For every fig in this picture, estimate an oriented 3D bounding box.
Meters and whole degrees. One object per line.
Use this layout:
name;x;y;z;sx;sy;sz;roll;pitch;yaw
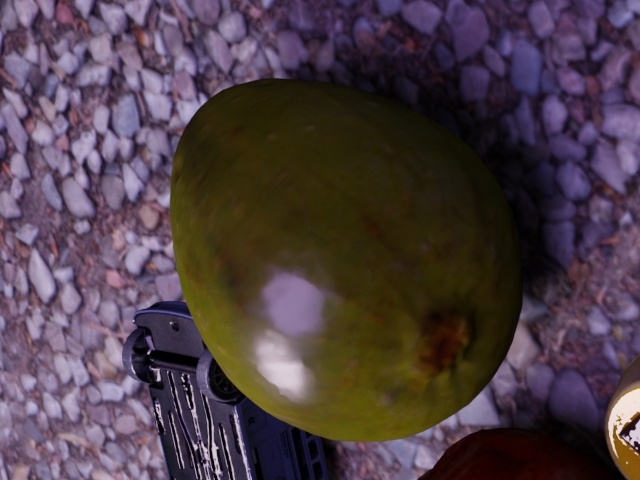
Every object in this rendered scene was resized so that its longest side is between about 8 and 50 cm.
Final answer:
fig;0.000;0.000;1.506;0.326;0.258;0.258;44;133;36

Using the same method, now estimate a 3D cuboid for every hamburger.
hamburger;0.275;0.128;1.421;0.126;0.081;0.141;31;130;15

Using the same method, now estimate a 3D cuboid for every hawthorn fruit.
hawthorn fruit;0.131;0.273;1.493;0.210;0.266;0.230;54;136;-1

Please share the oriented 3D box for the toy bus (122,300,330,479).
toy bus;-0.069;0.183;1.725;0.125;0.133;0.292;7;115;46
